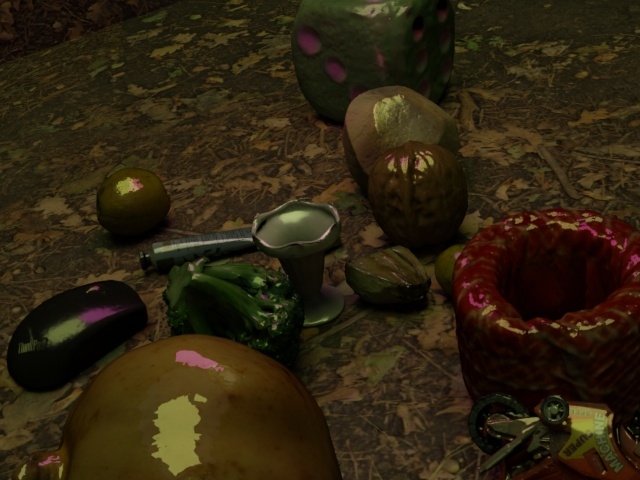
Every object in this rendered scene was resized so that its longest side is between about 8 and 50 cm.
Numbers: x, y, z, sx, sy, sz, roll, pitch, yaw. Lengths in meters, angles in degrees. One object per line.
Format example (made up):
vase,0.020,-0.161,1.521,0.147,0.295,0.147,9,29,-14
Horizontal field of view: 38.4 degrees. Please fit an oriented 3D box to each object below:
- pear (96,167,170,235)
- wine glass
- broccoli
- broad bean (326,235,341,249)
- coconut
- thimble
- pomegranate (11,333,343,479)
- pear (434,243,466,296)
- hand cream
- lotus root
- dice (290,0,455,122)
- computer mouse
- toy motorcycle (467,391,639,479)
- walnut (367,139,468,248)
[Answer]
pear,-0.415,-0.085,2.014,0.162,0.149,0.149,-20,33,-28
wine glass,-0.034,0.043,1.662,0.164,0.197,0.165,-5,32,3
broccoli,-0.157,0.136,1.521,0.294,0.245,0.265,-13,45,50
broad bean,0.000,0.000,1.864,0.083,0.045,0.063,-22,45,-4
coconut,0.167,-0.211,1.987,0.259,0.259,0.259,-7,33,5
thimble,0.370,0.122,1.396,0.350,0.231,0.350,-9,31,6
pomegranate,-0.169,0.304,1.110,0.411,0.412,0.411,-7,33,5
pear,0.262,0.057,1.641,0.107,0.107,0.131,-26,28,-23
hand cream,-0.239,0.012,1.905,0.271,0.058,0.091,-13,21,-11
lotus root,0.131,0.077,1.681,0.143,0.070,0.144,-12,29,-30
dice,0.140,-0.489,2.319,0.330,0.322,0.318,17,41,34
computer mouse,-0.463,0.156,1.702,0.170,0.100,0.269,22,44,37
toy motorcycle,0.340,0.287,1.225,0.298,0.171,0.089,0,-1,21
walnut,0.189,-0.094,1.795,0.213,0.213,0.213,-7,33,5
